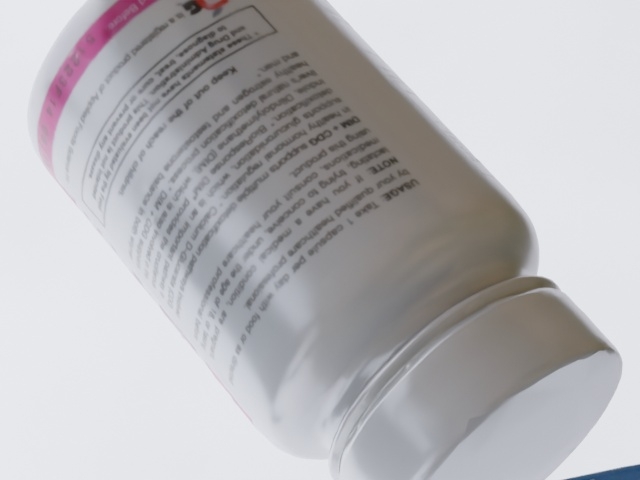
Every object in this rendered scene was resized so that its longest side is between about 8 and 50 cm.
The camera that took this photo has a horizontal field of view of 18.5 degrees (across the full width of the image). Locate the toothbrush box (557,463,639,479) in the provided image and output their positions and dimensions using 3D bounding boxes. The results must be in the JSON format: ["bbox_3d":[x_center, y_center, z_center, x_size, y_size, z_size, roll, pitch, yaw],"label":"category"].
[{"bbox_3d":[0.075,0.191,0.330,0.126,0.216,0.295,70,-169,-51],"label":"toothbrush box"}]

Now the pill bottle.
[{"bbox_3d":[0.000,0.000,0.927,0.160,0.160,0.283,-4,-134,-52],"label":"pill bottle"}]
